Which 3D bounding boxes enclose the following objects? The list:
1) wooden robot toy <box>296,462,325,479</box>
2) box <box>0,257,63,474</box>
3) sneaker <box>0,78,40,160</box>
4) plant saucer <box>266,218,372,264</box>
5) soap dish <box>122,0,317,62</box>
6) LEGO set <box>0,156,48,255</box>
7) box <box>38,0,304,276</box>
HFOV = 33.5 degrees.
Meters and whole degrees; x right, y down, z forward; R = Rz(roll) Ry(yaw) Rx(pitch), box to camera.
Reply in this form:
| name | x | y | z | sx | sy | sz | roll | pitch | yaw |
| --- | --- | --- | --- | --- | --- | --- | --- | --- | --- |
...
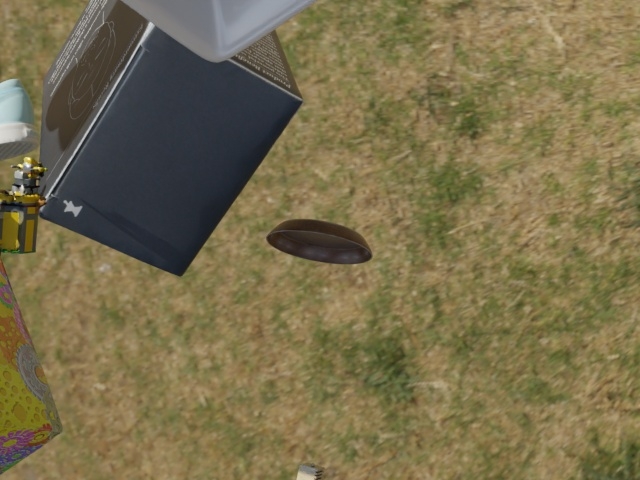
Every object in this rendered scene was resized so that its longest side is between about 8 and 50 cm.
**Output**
| name | x | y | z | sx | sy | sz | roll | pitch | yaw |
| --- | --- | --- | --- | --- | --- | --- | --- | --- | --- |
| wooden robot toy | -0.008 | 0.387 | 1.401 | 0.079 | 0.076 | 0.173 | 9 | 72 | 21 |
| box | -0.323 | 0.062 | 0.431 | 0.279 | 0.290 | 0.177 | -35 | 65 | 14 |
| sneaker | -0.677 | -0.202 | 1.868 | 0.365 | 0.135 | 0.150 | -9 | 79 | -1 |
| plant saucer | 0.000 | 0.000 | 1.650 | 0.168 | 0.168 | 0.029 | -2 | 70 | 33 |
| soap dish | -0.112 | -0.310 | 0.994 | 0.229 | 0.291 | 0.118 | -29 | 59 | 22 |
| LEGO set | -0.466 | -0.097 | 1.170 | 0.331 | 0.255 | 0.192 | 12 | 99 | 36 |
| box | -0.215 | -0.202 | 1.416 | 0.293 | 0.212 | 0.395 | -53 | 28 | 21 |
